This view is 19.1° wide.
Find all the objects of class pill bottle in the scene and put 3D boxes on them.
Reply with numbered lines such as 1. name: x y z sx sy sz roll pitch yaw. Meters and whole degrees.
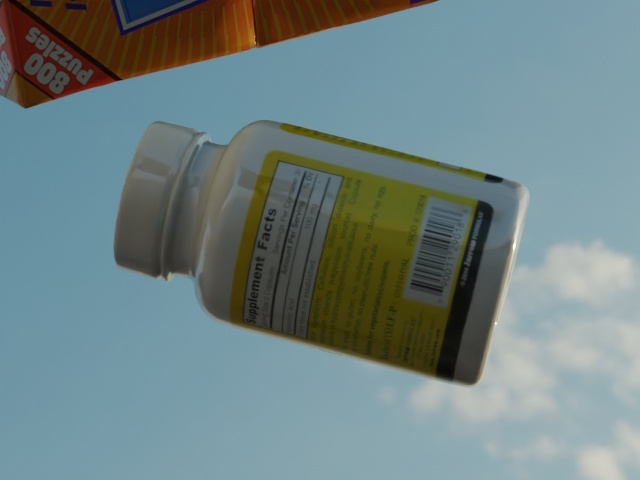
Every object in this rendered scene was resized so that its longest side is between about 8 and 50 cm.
1. pill bottle: 0.000 0.000 0.573 0.116 0.065 0.065 15 -31 7

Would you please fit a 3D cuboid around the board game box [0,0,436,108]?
1. board game box: -0.153 -0.341 1.382 0.356 0.356 0.356 -18 -65 -28
